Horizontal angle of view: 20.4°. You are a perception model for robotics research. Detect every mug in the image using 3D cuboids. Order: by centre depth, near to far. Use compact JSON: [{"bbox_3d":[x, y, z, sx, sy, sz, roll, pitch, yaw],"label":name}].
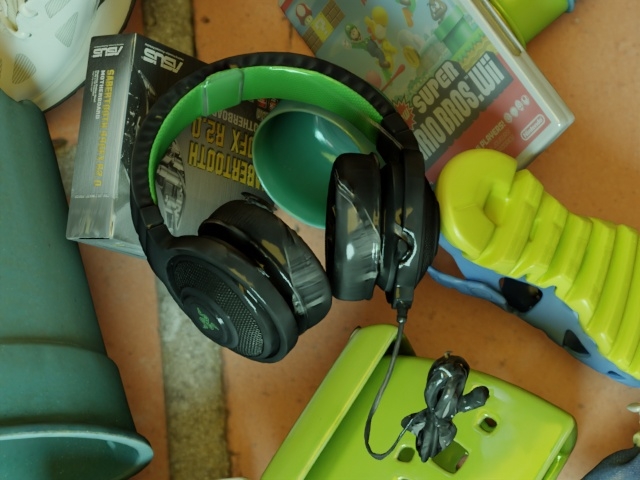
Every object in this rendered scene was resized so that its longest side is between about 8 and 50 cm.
[{"bbox_3d":[0.014,-0.079,1.654,0.129,0.158,0.097,20,43,19],"label":"mug"}]

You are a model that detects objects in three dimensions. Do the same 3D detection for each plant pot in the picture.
[{"bbox_3d":[0.081,0.206,1.551,0.207,0.227,0.228,32,84,14],"label":"plant pot"},{"bbox_3d":[-0.344,0.059,1.566,0.341,0.341,0.334,-13,72,2],"label":"plant pot"}]

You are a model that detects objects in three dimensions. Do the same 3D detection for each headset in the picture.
[{"bbox_3d":[0.000,0.000,1.429,0.243,0.185,0.394,-23,66,-18],"label":"headset"}]

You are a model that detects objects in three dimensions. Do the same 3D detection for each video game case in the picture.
[{"bbox_3d":[0.090,-0.167,1.631,0.025,0.204,0.285,-27,77,-39],"label":"video game case"}]

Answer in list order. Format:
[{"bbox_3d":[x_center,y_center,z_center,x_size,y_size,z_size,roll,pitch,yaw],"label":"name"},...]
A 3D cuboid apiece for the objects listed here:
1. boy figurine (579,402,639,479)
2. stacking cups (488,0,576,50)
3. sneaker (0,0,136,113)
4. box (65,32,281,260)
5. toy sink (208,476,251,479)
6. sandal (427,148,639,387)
[{"bbox_3d":[0.342,0.199,1.580,0.285,0.092,0.177,-31,107,-14],"label":"boy figurine"},{"bbox_3d":[0.232,-0.270,1.675,0.316,0.096,0.096,-40,80,-3],"label":"stacking cups"},{"bbox_3d":[-0.262,-0.282,1.564,0.447,0.257,0.169,-47,68,26],"label":"sneaker"},{"bbox_3d":[-0.125,-0.069,1.605,0.056,0.231,0.183,-1,78,34],"label":"box"},{"bbox_3d":[-0.124,0.292,1.563,0.234,0.131,0.153,-12,79,26],"label":"toy sink"},{"bbox_3d":[0.204,0.030,1.600,0.317,0.138,0.126,36,64,-19],"label":"sandal"}]
